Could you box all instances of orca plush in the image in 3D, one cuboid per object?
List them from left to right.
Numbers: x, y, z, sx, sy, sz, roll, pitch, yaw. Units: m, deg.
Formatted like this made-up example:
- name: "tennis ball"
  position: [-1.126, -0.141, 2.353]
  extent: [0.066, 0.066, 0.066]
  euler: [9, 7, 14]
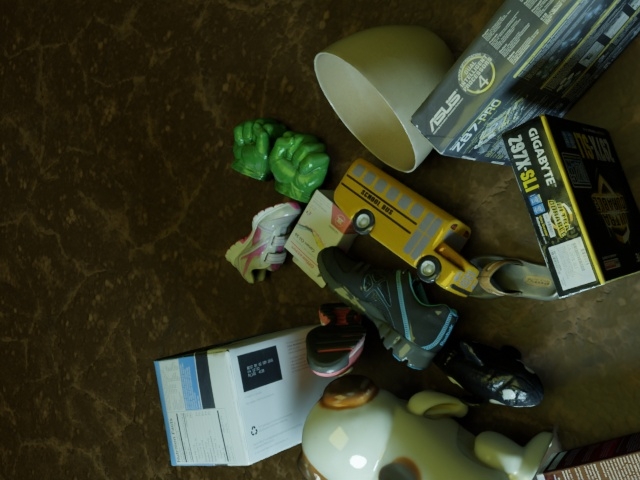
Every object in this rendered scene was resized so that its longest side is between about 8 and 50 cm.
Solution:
- name: "orca plush"
  position: [0.287, 0.206, 1.365]
  extent: [0.287, 0.151, 0.102]
  euler: [46, 163, 54]

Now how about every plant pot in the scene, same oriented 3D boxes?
- name: "plant pot"
  position: [0.151, -0.300, 1.393]
  extent: [0.191, 0.284, 0.284]
  euler: [-42, 64, -8]

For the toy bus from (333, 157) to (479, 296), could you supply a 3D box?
- name: "toy bus"
  position: [0.174, -0.026, 1.430]
  extent: [0.332, 0.108, 0.130]
  euler: [38, 97, 36]

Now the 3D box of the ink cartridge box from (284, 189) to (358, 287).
- name: "ink cartridge box"
  position: [0.000, 0.000, 1.613]
  extent: [0.115, 0.067, 0.198]
  euler: [42, 115, 26]

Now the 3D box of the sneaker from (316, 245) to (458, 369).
- name: "sneaker"
  position: [0.130, 0.103, 1.456]
  extent: [0.341, 0.125, 0.140]
  euler: [42, 102, 32]

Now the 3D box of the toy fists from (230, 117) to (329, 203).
- name: "toy fists"
  position: [-0.097, -0.194, 1.651]
  extent: [0.279, 0.096, 0.142]
  euler: [28, 104, 37]

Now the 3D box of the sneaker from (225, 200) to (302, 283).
- name: "sneaker"
  position: [-0.112, 0.007, 1.683]
  extent: [0.252, 0.103, 0.111]
  euler: [-48, 67, 37]

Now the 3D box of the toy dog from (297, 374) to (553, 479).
- name: "toy dog"
  position: [0.153, 0.422, 1.339]
  extent: [0.407, 0.395, 0.285]
  euler: [27, 117, 23]

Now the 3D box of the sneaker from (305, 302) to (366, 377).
- name: "sneaker"
  position: [0.044, 0.227, 1.476]
  extent: [0.115, 0.314, 0.136]
  euler: [-3, 102, 9]

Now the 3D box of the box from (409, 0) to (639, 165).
- name: "box"
  position: [0.365, -0.297, 1.180]
  extent: [0.097, 0.318, 0.395]
  euler: [51, 119, 22]

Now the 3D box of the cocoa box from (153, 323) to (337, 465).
- name: "cocoa box"
  position: [-0.140, 0.322, 1.560]
  extent: [0.227, 0.347, 0.232]
  euler: [-14, 85, 36]

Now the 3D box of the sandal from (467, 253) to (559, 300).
- name: "sandal"
  position: [0.347, 0.076, 1.370]
  extent: [0.219, 0.060, 0.090]
  euler: [8, 97, 36]

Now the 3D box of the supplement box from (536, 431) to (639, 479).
- name: "supplement box"
  position: [0.499, 0.380, 1.220]
  extent: [0.239, 0.130, 0.073]
  euler: [-26, 79, 28]

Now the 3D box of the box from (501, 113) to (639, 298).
- name: "box"
  position: [0.418, -0.057, 1.151]
  extent: [0.079, 0.322, 0.257]
  euler: [-26, 77, 35]
